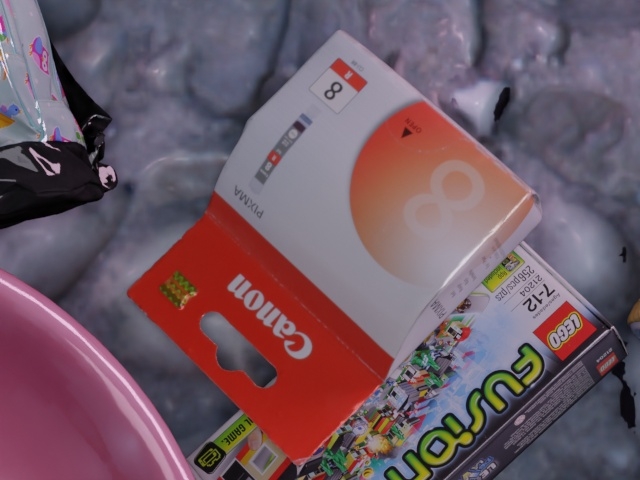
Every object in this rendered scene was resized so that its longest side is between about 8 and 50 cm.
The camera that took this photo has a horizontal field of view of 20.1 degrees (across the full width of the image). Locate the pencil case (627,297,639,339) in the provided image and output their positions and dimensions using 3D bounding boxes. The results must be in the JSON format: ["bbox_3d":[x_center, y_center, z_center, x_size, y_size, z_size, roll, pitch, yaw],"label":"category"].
[{"bbox_3d":[0.270,-0.033,0.916,0.124,0.113,0.273,37,86,-23],"label":"pencil case"}]

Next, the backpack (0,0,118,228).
[{"bbox_3d":[-0.195,-0.093,0.902,0.152,0.115,0.182,-15,86,0],"label":"backpack"}]

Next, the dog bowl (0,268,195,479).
[{"bbox_3d":[-0.211,0.171,0.758,0.408,0.150,0.408,20,54,-30],"label":"dog bowl"}]

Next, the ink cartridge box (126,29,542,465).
[{"bbox_3d":[0.000,0.000,0.915,0.179,0.045,0.145,-45,65,-6],"label":"ink cartridge box"}]

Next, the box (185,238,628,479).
[{"bbox_3d":[0.042,0.085,0.915,0.207,0.036,0.114,-43,55,-3],"label":"box"}]
